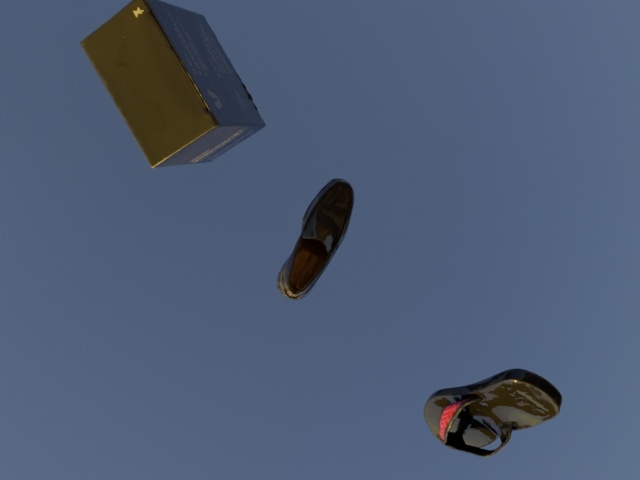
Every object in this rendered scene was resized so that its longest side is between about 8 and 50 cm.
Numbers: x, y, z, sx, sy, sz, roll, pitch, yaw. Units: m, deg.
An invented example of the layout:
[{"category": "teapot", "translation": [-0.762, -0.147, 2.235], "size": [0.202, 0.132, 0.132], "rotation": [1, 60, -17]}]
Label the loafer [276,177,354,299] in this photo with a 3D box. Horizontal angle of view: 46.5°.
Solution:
[{"category": "loafer", "translation": [0.000, 0.000, 0.948], "size": [0.062, 0.061, 0.170], "rotation": [23, -92, -7]}]

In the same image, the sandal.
[{"category": "sandal", "translation": [0.128, 0.148, 0.607], "size": [0.067, 0.179, 0.040], "rotation": [32, -119, -1]}]

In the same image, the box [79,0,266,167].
[{"category": "box", "translation": [-0.158, -0.172, 0.831], "size": [0.093, 0.158, 0.156], "rotation": [-30, -90, 16]}]
